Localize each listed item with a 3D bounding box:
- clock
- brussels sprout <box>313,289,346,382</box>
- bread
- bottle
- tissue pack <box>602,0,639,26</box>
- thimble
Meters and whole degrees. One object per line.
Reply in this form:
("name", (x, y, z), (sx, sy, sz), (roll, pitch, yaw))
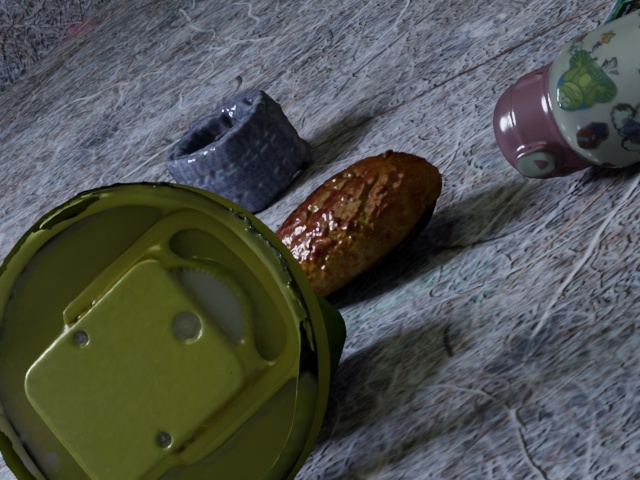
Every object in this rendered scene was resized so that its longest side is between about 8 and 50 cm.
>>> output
("clock", (-0.128, 0.096, 1.479), (0.293, 0.277, 0.071), (-37, -8, 18))
("brussels sprout", (-0.055, 0.091, 1.558), (0.122, 0.149, 0.151), (18, 92, 48))
("bread", (-0.001, 0.002, 1.765), (0.269, 0.095, 0.139), (-27, 11, 36))
("bottle", (0.256, -0.123, 1.584), (0.253, 0.120, 0.120), (-24, 20, 35))
("tissue pack", (0.296, -0.170, 1.684), (0.079, 0.085, 0.111), (-21, 22, 36))
("thimble", (-0.093, -0.092, 2.169), (0.150, 0.098, 0.150), (-32, 18, 12))
